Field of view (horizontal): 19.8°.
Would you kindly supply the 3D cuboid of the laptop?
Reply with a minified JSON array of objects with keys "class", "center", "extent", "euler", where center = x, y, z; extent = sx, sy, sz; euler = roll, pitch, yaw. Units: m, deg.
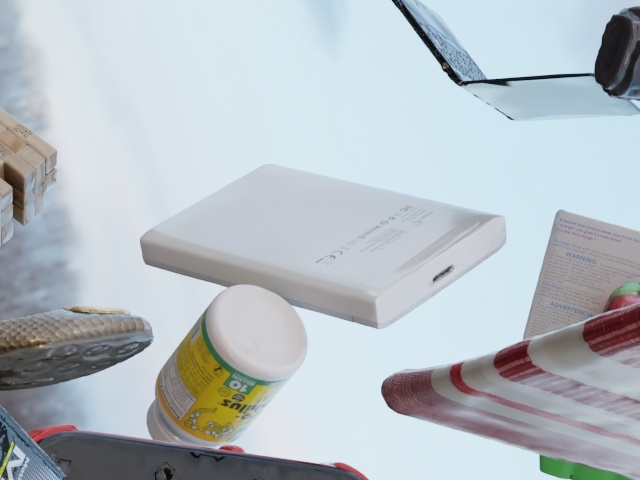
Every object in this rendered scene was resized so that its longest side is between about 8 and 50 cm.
[{"class":"laptop","center":[0.219,-0.226,2.114],"extent":[0.264,0.136,0.234],"euler":[55,13,19]}]

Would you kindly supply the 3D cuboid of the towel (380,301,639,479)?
[{"class":"towel","center":[0.221,0.089,1.101],"extent":[0.329,0.237,0.037],"euler":[-24,-127,56]}]

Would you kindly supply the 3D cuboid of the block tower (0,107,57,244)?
[{"class":"block tower","center":[-0.415,0.004,1.873],"extent":[0.097,0.335,0.091],"euler":[36,-34,17]}]

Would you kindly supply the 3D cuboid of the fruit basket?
[{"class":"fruit basket","center":[0.409,0.149,2.261],"extent":[0.165,0.327,0.353],"euler":[-55,159,-62]}]

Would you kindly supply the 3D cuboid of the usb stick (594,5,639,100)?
[{"class":"usb stick","center":[0.331,-0.141,1.473],"extent":[0.045,0.278,0.077],"euler":[41,-60,46]}]

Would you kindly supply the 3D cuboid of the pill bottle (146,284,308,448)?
[{"class":"pill bottle","center":[-0.109,0.150,1.984],"extent":[0.208,0.118,0.117],"euler":[-51,-129,41]}]

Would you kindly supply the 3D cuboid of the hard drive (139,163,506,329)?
[{"class":"hard drive","center":[0.000,0.000,2.076],"extent":[0.353,0.233,0.047],"euler":[15,-57,39]}]

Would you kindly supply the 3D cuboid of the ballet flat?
[{"class":"ballet flat","center":[-0.235,0.068,1.194],"extent":[0.084,0.250,0.058],"euler":[101,-22,-65]}]

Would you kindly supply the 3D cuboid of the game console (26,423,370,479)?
[{"class":"game console","center":[-0.119,0.351,1.657],"extent":[0.060,0.387,0.342],"euler":[151,-54,-62]}]

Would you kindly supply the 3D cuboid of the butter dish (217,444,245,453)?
[{"class":"butter dish","center":[-0.116,0.314,2.296],"extent":[0.160,0.160,0.118],"euler":[-34,-134,58]}]

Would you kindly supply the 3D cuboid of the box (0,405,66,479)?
[{"class":"box","center":[-0.236,0.194,1.114],"extent":[0.184,0.045,0.190],"euler":[67,43,-61]}]
